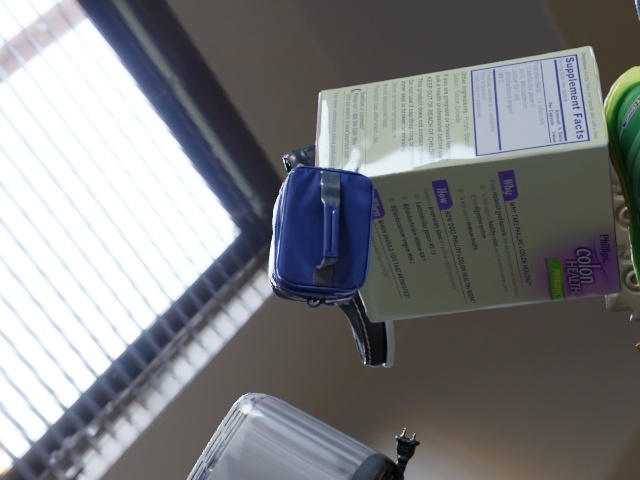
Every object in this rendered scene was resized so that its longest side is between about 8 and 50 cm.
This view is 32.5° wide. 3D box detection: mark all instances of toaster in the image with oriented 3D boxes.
[{"bbox_3d":[-0.032,0.232,0.947,0.146,0.227,0.129,28,-6,23],"label":"toaster"}]

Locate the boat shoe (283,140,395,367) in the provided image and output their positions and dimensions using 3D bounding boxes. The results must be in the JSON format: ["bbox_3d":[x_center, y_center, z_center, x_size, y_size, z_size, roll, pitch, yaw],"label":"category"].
[{"bbox_3d":[0.024,0.023,1.393,0.114,0.091,0.303,179,-103,-79],"label":"boat shoe"}]

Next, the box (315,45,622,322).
[{"bbox_3d":[0.138,-0.042,0.994,0.242,0.117,0.214,-7,-39,14],"label":"box"}]

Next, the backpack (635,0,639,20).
[{"bbox_3d":[0.338,-0.147,0.647,0.355,0.273,0.290,24,-37,-28],"label":"backpack"}]

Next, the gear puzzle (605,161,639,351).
[{"bbox_3d":[0.424,0.010,1.322,0.175,0.044,0.339,-5,-81,22],"label":"gear puzzle"}]

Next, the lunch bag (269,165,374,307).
[{"bbox_3d":[0.000,0.000,0.761,0.067,0.099,0.065,5,-16,-5],"label":"lunch bag"}]

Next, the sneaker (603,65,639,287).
[{"bbox_3d":[0.335,-0.013,0.973,0.296,0.109,0.123,64,-5,-18],"label":"sneaker"}]
